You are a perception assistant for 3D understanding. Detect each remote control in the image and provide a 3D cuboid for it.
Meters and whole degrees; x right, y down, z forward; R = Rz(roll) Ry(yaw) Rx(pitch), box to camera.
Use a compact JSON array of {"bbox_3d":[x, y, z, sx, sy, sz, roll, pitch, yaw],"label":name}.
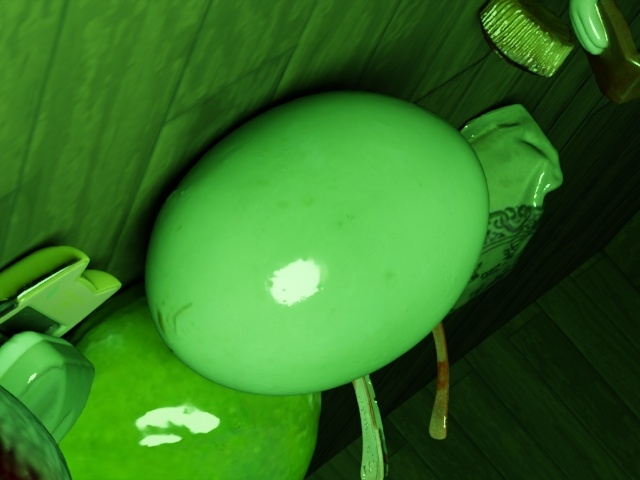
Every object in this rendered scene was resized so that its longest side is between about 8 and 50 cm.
[{"bbox_3d":[-0.278,0.205,1.172,0.335,0.065,0.128,-50,169,-1],"label":"remote control"}]

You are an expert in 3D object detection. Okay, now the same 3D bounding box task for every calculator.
[{"bbox_3d":[-0.249,0.082,1.177,0.236,0.033,0.157,-38,169,-3],"label":"calculator"}]

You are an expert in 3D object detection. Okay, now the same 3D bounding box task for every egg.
[{"bbox_3d":[0.000,0.000,1.237,0.283,0.203,0.203,-28,164,-30],"label":"egg"}]

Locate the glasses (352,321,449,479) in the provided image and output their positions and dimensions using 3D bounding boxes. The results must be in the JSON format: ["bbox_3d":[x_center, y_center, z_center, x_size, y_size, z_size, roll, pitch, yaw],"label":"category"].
[{"bbox_3d":[0.069,0.065,1.584,0.118,0.268,0.234,-25,177,23],"label":"glasses"}]

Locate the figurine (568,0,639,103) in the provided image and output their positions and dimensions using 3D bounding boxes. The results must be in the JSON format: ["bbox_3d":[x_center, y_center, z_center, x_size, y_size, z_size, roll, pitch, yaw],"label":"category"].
[{"bbox_3d":[0.312,-0.244,1.399,0.338,0.204,0.283,-47,151,-48],"label":"figurine"}]

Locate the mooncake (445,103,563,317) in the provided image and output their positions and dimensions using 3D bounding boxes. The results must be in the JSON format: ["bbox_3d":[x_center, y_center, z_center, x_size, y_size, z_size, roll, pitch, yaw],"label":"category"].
[{"bbox_3d":[0.138,-0.006,1.849,0.250,0.136,0.254,-34,167,-13],"label":"mooncake"}]

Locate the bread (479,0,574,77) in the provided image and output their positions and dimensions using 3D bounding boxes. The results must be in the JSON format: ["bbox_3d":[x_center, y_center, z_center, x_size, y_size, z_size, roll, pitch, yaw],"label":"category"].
[{"bbox_3d":[0.170,-0.172,1.445,0.053,0.085,0.085,-51,166,22],"label":"bread"}]

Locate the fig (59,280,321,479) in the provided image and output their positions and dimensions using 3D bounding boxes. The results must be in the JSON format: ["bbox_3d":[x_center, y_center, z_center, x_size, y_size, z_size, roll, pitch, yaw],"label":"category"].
[{"bbox_3d":[-0.158,0.129,1.365,0.314,0.233,0.233,5,162,-3],"label":"fig"}]

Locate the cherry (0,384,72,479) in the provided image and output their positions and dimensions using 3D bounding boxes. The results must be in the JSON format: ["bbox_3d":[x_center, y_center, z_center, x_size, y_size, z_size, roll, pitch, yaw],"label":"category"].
[{"bbox_3d":[-0.273,0.173,0.977,0.296,0.218,0.255,-33,180,45],"label":"cherry"}]
